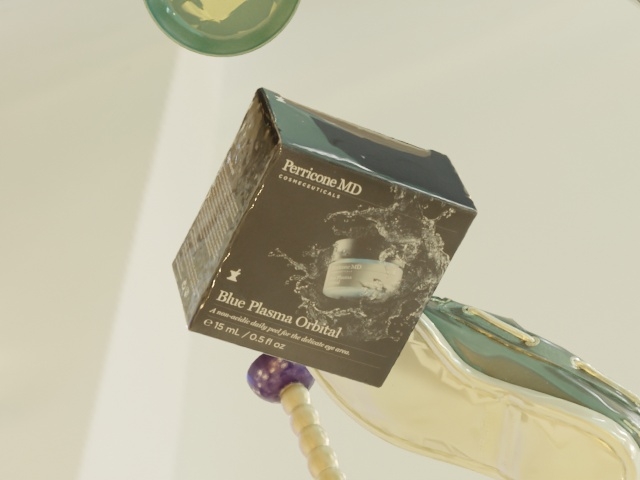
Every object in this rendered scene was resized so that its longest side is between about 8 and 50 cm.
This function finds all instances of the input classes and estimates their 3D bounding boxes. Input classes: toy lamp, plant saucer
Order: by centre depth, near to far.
[{"bbox_3d":[-0.069,-0.190,1.290,0.119,0.119,0.021,-15,-177,5],"label":"plant saucer"},{"bbox_3d":[0.011,0.213,1.622,0.080,0.080,0.275,-19,-128,-8],"label":"toy lamp"}]

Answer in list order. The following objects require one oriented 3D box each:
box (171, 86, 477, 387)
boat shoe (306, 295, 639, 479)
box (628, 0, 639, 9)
[{"bbox_3d":[0.000,0.000,1.273,0.156,0.158,0.093,18,-156,-21],"label":"box"},{"bbox_3d":[0.118,0.108,1.400,0.319,0.116,0.099,27,-150,24],"label":"boat shoe"},{"bbox_3d":[0.215,-0.282,1.542,0.056,0.183,0.231,-49,-153,9],"label":"box"}]
